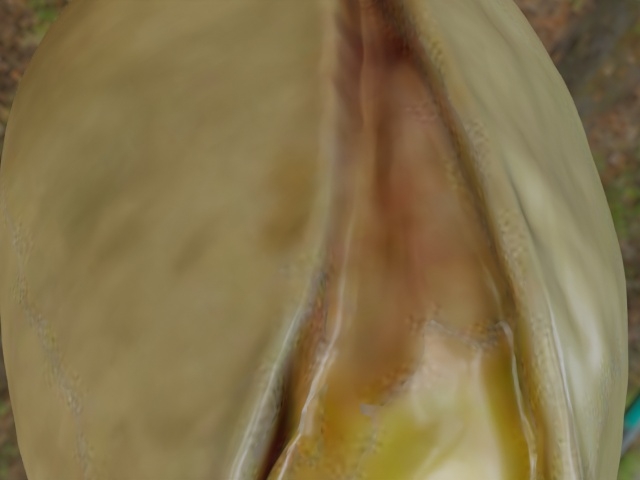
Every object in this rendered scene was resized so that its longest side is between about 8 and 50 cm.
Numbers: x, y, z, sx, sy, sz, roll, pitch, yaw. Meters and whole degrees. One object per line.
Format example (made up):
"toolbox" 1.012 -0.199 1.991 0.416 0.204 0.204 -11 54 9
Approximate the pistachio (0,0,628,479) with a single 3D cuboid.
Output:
"pistachio" 0.000 0.000 0.594 0.187 0.299 0.187 -5 127 -6
